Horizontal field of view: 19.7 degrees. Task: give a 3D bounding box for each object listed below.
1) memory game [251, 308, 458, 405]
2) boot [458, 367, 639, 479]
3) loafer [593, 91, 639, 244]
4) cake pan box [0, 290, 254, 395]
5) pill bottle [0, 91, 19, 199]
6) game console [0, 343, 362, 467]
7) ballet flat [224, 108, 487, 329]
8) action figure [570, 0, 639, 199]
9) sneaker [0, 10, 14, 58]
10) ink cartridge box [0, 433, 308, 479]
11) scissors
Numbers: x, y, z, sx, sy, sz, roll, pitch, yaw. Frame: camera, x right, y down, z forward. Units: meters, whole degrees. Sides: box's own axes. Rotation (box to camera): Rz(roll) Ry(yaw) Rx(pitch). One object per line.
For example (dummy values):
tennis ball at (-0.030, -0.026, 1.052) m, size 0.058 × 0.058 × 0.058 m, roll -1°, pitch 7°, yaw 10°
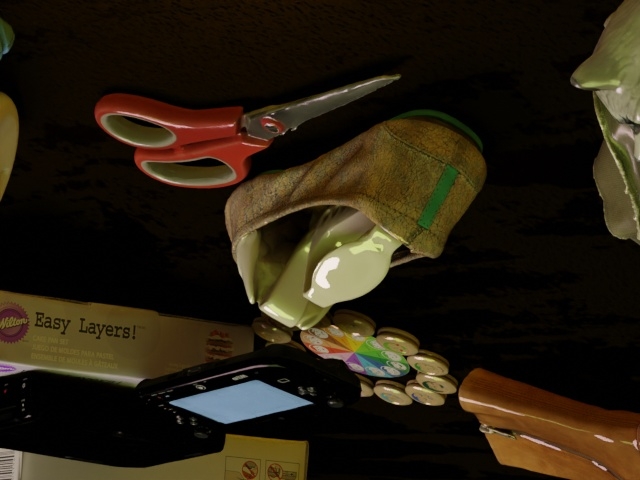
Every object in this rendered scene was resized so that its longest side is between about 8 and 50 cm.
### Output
memory game at (0.028, 0.099, 1.573) m, size 0.186 × 0.012 × 0.186 m, roll 17°, pitch 158°, yaw 7°
boot at (0.270, 0.211, 1.520) m, size 0.280 × 0.096 × 0.264 m, roll 7°, pitch 154°, yaw 31°
loafer at (0.190, -0.031, 1.034) m, size 0.087 × 0.094 × 0.251 m, roll 3°, pitch 152°, yaw 27°
cake pan box at (-0.227, 0.106, 1.638) m, size 0.266 × 0.070 × 0.245 m, roll 10°, pitch 162°, yaw -29°
pill bottle at (-0.336, -0.081, 1.329) m, size 0.215 × 0.117 × 0.117 m, roll 18°, pitch 158°, yaw 6°
game console at (-0.129, 0.138, 1.534) m, size 0.213 × 0.044 × 0.361 m, roll 16°, pitch 156°, yaw -41°
ballet flat at (0.000, 0.000, 1.248) m, size 0.107 × 0.106 × 0.316 m, roll 26°, pitch 157°, yaw -15°
action figure at (0.274, -0.028, 0.867) m, size 0.330 × 0.179 × 0.341 m, roll 22°, pitch 153°, yaw 1°
sneaker at (-0.284, -0.157, 1.203) m, size 0.188 × 0.067 × 0.078 m, roll 10°, pitch 134°, yaw 27°
ink cartridge box at (-0.212, 0.257, 1.862) m, size 0.309 × 0.130 × 0.272 m, roll 9°, pitch 167°, yaw -30°
scissors at (-0.034, -0.074, 1.229) m, size 0.297 × 0.021 × 0.109 m, roll -3°, pitch 146°, yaw 42°
